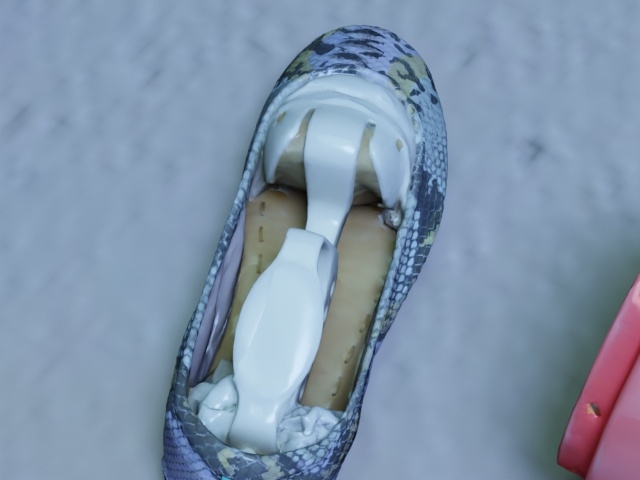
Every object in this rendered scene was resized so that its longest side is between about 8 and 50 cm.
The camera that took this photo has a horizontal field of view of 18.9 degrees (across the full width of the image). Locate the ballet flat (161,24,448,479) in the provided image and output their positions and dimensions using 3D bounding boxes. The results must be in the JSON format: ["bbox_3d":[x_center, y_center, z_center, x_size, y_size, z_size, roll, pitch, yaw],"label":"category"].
[{"bbox_3d":[0.000,0.000,0.354,0.041,0.041,0.114,14,62,5],"label":"ballet flat"}]

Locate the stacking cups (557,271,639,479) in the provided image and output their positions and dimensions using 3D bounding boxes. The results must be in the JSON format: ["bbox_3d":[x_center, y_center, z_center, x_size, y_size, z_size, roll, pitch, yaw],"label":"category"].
[{"bbox_3d":[0.186,0.086,0.287,0.316,0.096,0.096,24,64,13],"label":"stacking cups"}]
